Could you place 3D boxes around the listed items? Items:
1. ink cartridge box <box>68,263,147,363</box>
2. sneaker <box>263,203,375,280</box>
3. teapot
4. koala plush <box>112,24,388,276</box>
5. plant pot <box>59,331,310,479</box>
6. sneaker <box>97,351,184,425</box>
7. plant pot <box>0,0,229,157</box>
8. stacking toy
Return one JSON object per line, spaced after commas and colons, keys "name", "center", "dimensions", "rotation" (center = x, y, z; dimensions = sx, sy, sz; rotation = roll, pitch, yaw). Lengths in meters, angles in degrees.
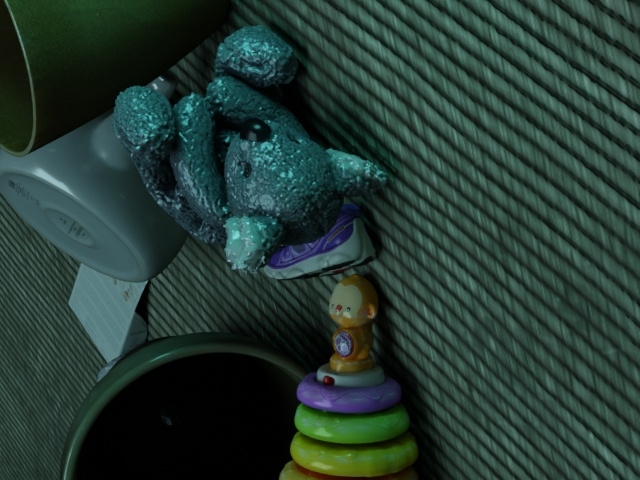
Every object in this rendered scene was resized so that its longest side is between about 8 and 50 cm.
{"name": "ink cartridge box", "center": [-0.282, 0.069, 2.233], "dimensions": [0.145, 0.045, 0.179], "rotation": [51, 131, 32]}
{"name": "sneaker", "center": [0.000, 0.000, 1.621], "dimensions": [0.170, 0.068, 0.071], "rotation": [-19, 78, 55]}
{"name": "teapot", "center": [-0.237, -0.084, 1.861], "dimensions": [0.256, 0.187, 0.252], "rotation": [15, 152, 39]}
{"name": "koala plush", "center": [-0.052, -0.061, 1.532], "dimensions": [0.221, 0.196, 0.203], "rotation": [33, 149, 49]}
{"name": "plant pot", "center": [-0.148, 0.234, 1.834], "dimensions": [0.280, 0.323, 0.323], "rotation": [-140, 34, -70]}
{"name": "sneaker", "center": [-0.257, 0.279, 2.252], "dimensions": [0.153, 0.101, 0.268], "rotation": [57, 149, 26]}
{"name": "plant pot", "center": [-0.230, -0.235, 1.636], "dimensions": [0.237, 0.254, 0.237], "rotation": [41, 143, 42]}
{"name": "stacking toy", "center": [0.033, 0.183, 1.617], "dimensions": [0.175, 0.165, 0.302], "rotation": [12, 106, 49]}
